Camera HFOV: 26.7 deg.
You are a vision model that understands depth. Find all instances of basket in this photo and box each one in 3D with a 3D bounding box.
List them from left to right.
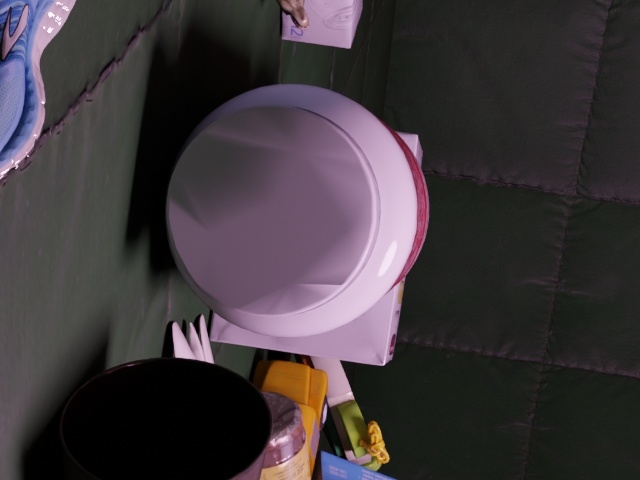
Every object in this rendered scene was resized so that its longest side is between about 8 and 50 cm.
[{"bbox_3d":[-0.131,0.236,1.043,0.204,0.154,0.226,-62,163,-68],"label":"basket"}]

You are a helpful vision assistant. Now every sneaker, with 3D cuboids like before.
[{"bbox_3d":[-0.175,-0.100,0.675,0.073,0.063,0.162,54,37,-55],"label":"sneaker"}]

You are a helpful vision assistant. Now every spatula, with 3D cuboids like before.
[{"bbox_3d":[-0.112,0.198,1.376,0.168,0.019,0.242,31,48,-88],"label":"spatula"}]

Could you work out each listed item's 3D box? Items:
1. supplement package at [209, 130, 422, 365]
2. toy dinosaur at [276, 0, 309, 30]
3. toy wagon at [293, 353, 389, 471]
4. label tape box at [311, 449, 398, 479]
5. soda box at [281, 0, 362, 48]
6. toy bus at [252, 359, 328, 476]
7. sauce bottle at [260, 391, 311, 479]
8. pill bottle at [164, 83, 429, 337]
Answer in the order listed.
[{"bbox_3d":[0.000,0.000,1.564,0.145,0.204,0.261,20,78,-84],"label":"supplement package"},{"bbox_3d":[-0.035,-0.359,1.452,0.118,0.064,0.268,-81,176,-75],"label":"toy dinosaur"},{"bbox_3d":[0.021,0.226,2.014,0.344,0.068,0.267,-119,-170,-64],"label":"toy wagon"},{"bbox_3d":[0.073,0.407,1.956,0.348,0.249,0.115,-45,-153,50],"label":"label tape box"},{"bbox_3d":[0.007,-0.378,1.620,0.098,0.091,0.286,-73,169,-49],"label":"soda box"},{"bbox_3d":[-0.071,0.320,1.801,0.130,0.108,0.332,77,23,-68],"label":"toy bus"},{"bbox_3d":[-0.061,0.340,1.579,0.111,0.111,0.344,-71,161,-58],"label":"sauce bottle"},{"bbox_3d":[-0.017,-0.029,1.283,0.408,0.229,0.229,-12,110,-83],"label":"pill bottle"}]
